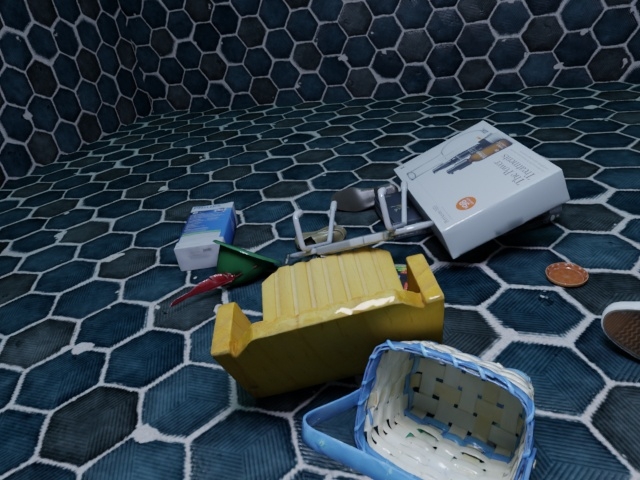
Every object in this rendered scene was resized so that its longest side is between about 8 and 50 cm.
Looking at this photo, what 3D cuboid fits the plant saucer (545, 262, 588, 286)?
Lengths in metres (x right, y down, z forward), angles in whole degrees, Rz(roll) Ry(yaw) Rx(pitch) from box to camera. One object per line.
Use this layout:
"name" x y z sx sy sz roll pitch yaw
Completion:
"plant saucer" 0.537 0.076 1.003 0.083 0.013 0.083 -8 30 4

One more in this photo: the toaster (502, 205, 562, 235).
"toaster" 0.503 -0.103 1.212 0.226 0.129 0.146 -19 27 -3

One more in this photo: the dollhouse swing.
"dollhouse swing" 0.009 0.082 0.845 0.346 0.315 0.305 -14 54 3

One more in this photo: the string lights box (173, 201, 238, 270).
"string lights box" -0.326 -0.020 1.345 0.133 0.077 0.260 -7 30 2

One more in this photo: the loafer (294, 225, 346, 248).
"loafer" 0.000 0.000 1.247 0.147 0.056 0.050 -14 29 12

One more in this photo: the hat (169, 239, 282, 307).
"hat" -0.222 0.108 1.144 0.208 0.184 0.173 18 -4 2

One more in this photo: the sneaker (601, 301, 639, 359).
"sneaker" 0.630 0.157 0.768 0.289 0.106 0.123 14 27 22

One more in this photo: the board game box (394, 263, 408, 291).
"board game box" 0.115 0.107 1.033 0.170 0.048 0.141 2 30 18

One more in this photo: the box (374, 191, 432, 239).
"box" 0.289 -0.088 1.310 0.232 0.059 0.183 -12 31 -5

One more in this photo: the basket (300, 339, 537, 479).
"basket" 0.152 0.246 0.595 0.254 0.201 0.288 15 6 36

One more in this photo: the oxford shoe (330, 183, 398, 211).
"oxford shoe" 0.140 -0.130 1.437 0.212 0.076 0.076 -6 0 11

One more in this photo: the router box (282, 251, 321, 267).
"router box" -0.048 0.074 1.143 0.092 0.038 0.122 -5 30 8

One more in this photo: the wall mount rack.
"wall mount rack" 0.092 -0.055 1.098 0.349 0.131 0.304 -13 1 21

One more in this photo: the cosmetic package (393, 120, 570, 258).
"cosmetic package" 0.374 -0.145 1.152 0.284 0.097 0.377 -30 30 8
